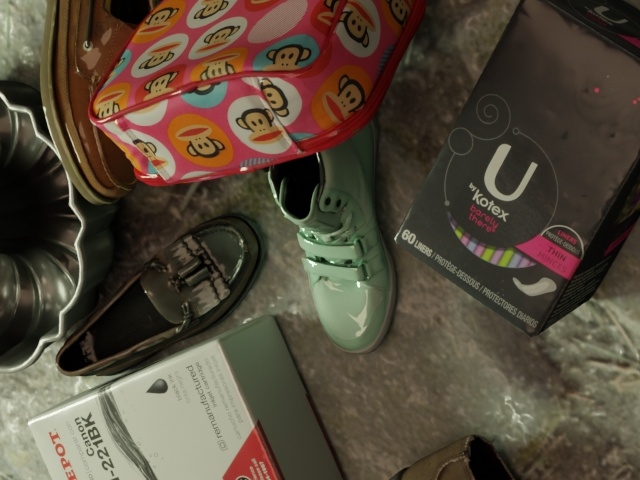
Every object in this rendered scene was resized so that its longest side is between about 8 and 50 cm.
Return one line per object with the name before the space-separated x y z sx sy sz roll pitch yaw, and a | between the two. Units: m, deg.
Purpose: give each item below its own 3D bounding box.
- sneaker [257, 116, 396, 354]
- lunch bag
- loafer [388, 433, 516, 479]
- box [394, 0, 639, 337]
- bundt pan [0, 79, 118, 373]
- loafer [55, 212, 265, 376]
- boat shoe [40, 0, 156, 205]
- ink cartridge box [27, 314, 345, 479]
sneaker | 0.000 0.000 1.908 0.094 0.151 0.256 1 103 27
lunch bag | -0.054 -0.184 1.854 0.293 0.258 0.120 -10 131 37
loafer | 0.214 0.329 1.878 0.366 0.134 0.130 44 118 13
box | 0.212 -0.077 1.780 0.165 0.143 0.270 34 115 17
bundt pan | -0.351 -0.027 2.106 0.331 0.124 0.331 7 105 26
loafer | -0.167 0.069 2.051 0.267 0.084 0.096 -38 83 30
boat shoe | -0.210 -0.192 1.977 0.104 0.111 0.307 -10 87 27
ink cartridge box | -0.142 0.220 2.056 0.273 0.114 0.197 -24 90 32
